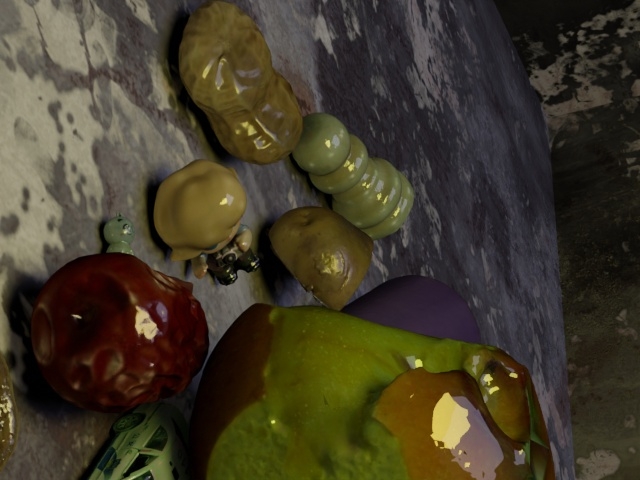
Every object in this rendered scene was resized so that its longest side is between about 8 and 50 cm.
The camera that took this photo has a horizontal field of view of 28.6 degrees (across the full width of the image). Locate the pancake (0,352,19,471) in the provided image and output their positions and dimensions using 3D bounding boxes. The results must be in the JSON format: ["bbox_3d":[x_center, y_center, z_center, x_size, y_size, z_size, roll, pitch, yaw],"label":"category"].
[{"bbox_3d":[-0.308,0.147,1.081,0.151,0.025,0.152,43,40,-53],"label":"pancake"}]

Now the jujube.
[{"bbox_3d":[-0.191,0.093,1.246,0.230,0.155,0.155,17,62,-73],"label":"jujube"}]

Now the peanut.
[{"bbox_3d":[-0.104,-0.206,1.674,0.197,0.110,0.233,-86,154,-48],"label":"peanut"}]

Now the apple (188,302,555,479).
[{"bbox_3d":[0.059,0.224,1.316,0.384,0.374,0.374,60,27,-25],"label":"apple"}]

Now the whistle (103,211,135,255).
[{"bbox_3d":[-0.219,0.016,1.365,0.035,0.035,0.100,34,49,-61],"label":"whistle"}]

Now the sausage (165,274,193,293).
[{"bbox_3d":[-0.180,0.055,1.420,0.030,0.035,0.147,-67,165,0],"label":"sausage"}]

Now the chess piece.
[{"bbox_3d":[0.036,-0.111,1.982,0.243,0.133,0.133,42,40,-45],"label":"chess piece"}]

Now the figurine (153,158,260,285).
[{"bbox_3d":[-0.132,-0.010,1.524,0.196,0.114,0.108,68,-3,-50],"label":"figurine"}]

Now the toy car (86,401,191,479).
[{"bbox_3d":[-0.185,0.251,1.265,0.224,0.076,0.090,-62,136,-60],"label":"toy car"}]

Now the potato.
[{"bbox_3d":[0.000,0.000,1.773,0.138,0.098,0.243,41,9,-13],"label":"potato"}]

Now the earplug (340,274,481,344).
[{"bbox_3d":[0.062,0.183,1.768,0.456,0.215,0.215,-15,92,-65],"label":"earplug"}]
